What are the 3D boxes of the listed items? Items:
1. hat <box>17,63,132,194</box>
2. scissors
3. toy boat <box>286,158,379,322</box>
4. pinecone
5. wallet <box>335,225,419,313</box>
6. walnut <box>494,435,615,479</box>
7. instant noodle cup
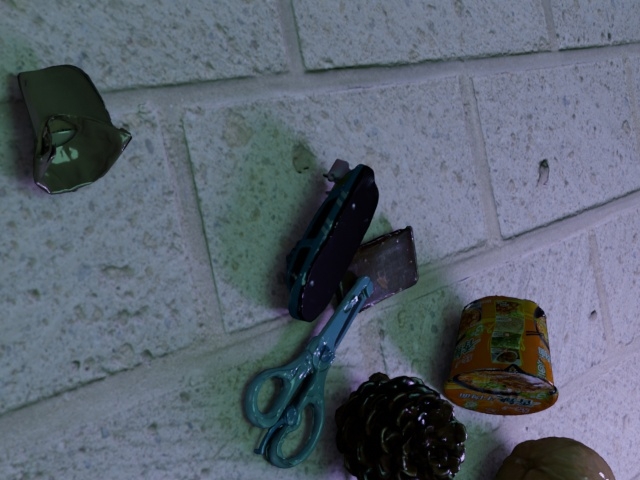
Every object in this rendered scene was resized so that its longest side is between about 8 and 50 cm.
[{"bbox_3d":[-0.355,-0.158,1.380,0.147,0.085,0.175,-15,73,-37],"label":"hat"},{"bbox_3d":[-0.003,0.210,1.718,0.393,0.032,0.180,-55,126,-32],"label":"scissors"},{"bbox_3d":[0.000,0.000,1.736,0.299,0.092,0.134,-60,157,-26],"label":"toy boat"},{"bbox_3d":[0.140,0.347,1.731,0.224,0.272,0.224,-1,95,-17],"label":"pinecone"},{"bbox_3d":[0.105,0.057,1.881,0.232,0.031,0.122,-22,105,-45],"label":"wallet"},{"bbox_3d":[0.496,0.563,2.083,0.313,0.252,0.277,55,36,-32],"label":"walnut"},{"bbox_3d":[0.369,0.231,2.024,0.230,0.230,0.182,38,49,-39],"label":"instant noodle cup"}]
